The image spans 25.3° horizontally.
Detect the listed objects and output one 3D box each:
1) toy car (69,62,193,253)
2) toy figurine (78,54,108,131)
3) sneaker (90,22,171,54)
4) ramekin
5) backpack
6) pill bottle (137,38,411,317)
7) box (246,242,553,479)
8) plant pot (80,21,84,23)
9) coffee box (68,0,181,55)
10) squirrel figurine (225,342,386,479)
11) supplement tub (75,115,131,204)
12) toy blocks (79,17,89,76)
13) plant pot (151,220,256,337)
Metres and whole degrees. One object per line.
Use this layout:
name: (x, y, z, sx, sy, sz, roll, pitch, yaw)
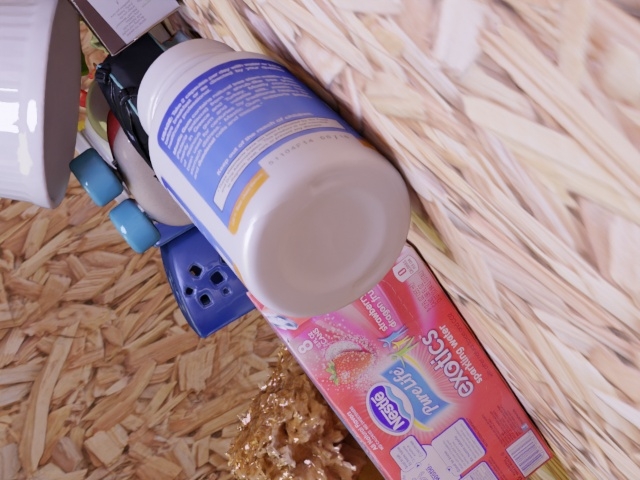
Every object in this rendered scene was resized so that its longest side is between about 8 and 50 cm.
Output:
toy car: (-0.236, -0.151, 1.918, 0.238, 0.219, 0.210, 50, 175, 41)
toy figurine: (-0.209, -0.171, 2.318, 0.217, 0.191, 0.362, 10, -157, -49)
sneaker: (-0.292, -0.310, 2.014, 0.212, 0.094, 0.080, 48, 175, 41)
ramekin: (-0.381, -0.181, 1.748, 0.277, 0.135, 0.277, -176, 90, -88)
backpack: (-0.159, -0.141, 1.677, 0.166, 0.144, 0.188, 41, 158, 46)
pill bottle: (-0.053, -0.067, 1.201, 0.272, 0.152, 0.152, 48, 174, 47)
box: (0.080, 0.136, 1.427, 0.300, 0.154, 0.142, 54, 175, -27)
plant pot: (-0.341, -0.370, 2.203, 0.083, 0.083, 0.079, 52, -173, 3)
coffee box: (-0.275, -0.339, 1.606, 0.246, 0.098, 0.141, 54, 177, -18)
squirrel figurine: (-0.005, 0.243, 1.705, 0.281, 0.370, 0.397, 49, 174, 32)
supplement tub: (-0.248, -0.160, 2.064, 0.144, 0.199, 0.144, 51, 175, 6)
toy blocks: (-0.424, -0.428, 1.900, 0.261, 0.190, 0.381, 96, 150, -55)
plant pot: (-0.172, 0.006, 2.452, 0.212, 0.236, 0.236, 60, 174, -11)
